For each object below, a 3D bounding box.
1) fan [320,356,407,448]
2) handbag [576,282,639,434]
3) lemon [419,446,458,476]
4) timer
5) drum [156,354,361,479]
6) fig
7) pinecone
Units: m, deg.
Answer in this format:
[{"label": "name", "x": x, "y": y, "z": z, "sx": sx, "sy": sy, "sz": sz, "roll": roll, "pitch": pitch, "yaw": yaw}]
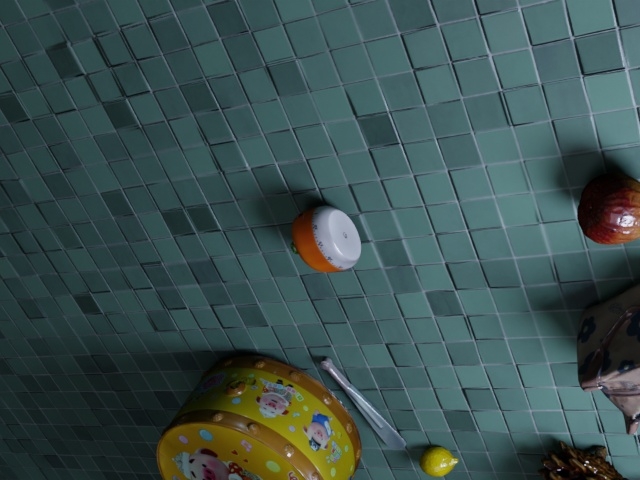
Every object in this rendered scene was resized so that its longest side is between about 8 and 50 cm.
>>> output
[{"label": "fan", "x": 0.088, "y": 0.355, "z": 1.900, "sx": 0.282, "sy": 0.023, "sz": 0.057, "roll": 49, "pitch": 140, "yaw": -16}, {"label": "handbag", "x": 0.545, "y": 0.182, "z": 1.418, "sx": 0.190, "sy": 0.193, "sz": 0.251, "roll": 45, "pitch": 131, "yaw": -7}, {"label": "lemon", "x": 0.253, "y": 0.475, "z": 1.889, "sx": 0.092, "sy": 0.065, "sz": 0.065, "roll": -11, "pitch": 121, "yaw": 32}, {"label": "timer", "x": 0.000, "y": 0.000, "z": 1.609, "sx": 0.136, "sy": 0.099, "sz": 0.136, "roll": 21, "pitch": 130, "yaw": 27}, {"label": "drum", "x": -0.134, "y": 0.478, "z": 1.944, "sx": 0.432, "sy": 0.214, "sz": 0.430, "roll": 14, "pitch": 128, "yaw": 19}, {"label": "fig", "x": 0.462, "y": -0.033, "z": 1.348, "sx": 0.153, "sy": 0.119, "sz": 0.119, "roll": 38, "pitch": 135, "yaw": -27}, {"label": "pinecone", "x": 0.500, "y": 0.504, "z": 1.711, "sx": 0.186, "sy": 0.169, "sz": 0.212, "roll": 34, "pitch": 116, "yaw": 49}]
